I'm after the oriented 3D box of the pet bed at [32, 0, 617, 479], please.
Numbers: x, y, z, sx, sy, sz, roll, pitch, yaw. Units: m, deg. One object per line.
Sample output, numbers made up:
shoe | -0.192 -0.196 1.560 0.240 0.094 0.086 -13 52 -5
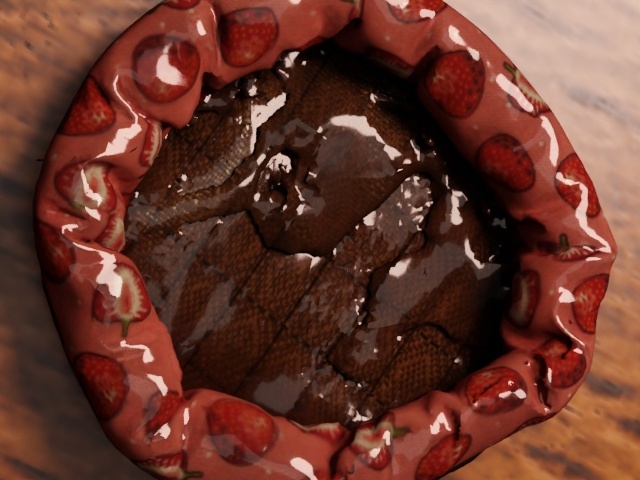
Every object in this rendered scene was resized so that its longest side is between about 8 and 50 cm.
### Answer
pet bed | 0.000 0.000 0.461 0.201 0.053 0.201 0 88 -11
